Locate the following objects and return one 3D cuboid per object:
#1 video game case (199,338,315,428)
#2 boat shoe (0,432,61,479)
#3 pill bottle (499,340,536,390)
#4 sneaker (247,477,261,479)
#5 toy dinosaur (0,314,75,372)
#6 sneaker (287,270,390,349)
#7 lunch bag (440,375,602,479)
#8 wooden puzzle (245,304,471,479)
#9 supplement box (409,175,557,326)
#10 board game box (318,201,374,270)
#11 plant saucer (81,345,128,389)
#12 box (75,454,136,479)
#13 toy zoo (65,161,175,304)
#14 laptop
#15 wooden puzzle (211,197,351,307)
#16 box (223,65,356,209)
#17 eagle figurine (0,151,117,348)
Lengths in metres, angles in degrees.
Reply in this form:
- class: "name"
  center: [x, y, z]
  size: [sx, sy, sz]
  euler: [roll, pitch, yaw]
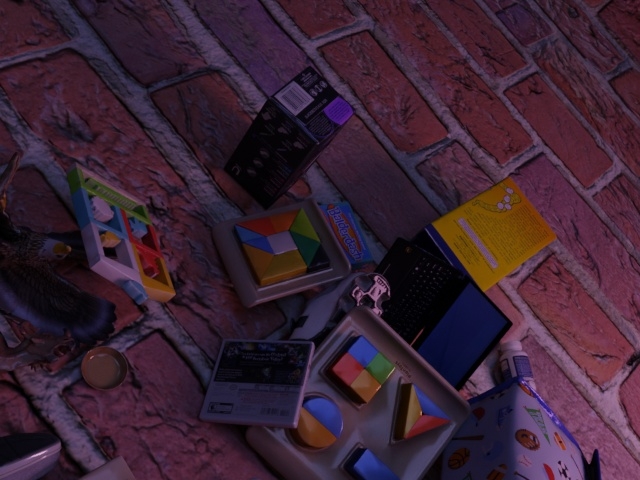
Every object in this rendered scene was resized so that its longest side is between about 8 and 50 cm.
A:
- class: "video game case"
  center: [-0.117, 0.265, 1.460]
  size: [0.190, 0.022, 0.173]
  euler: [-1, 51, 19]
- class: "boat shoe"
  center: [-0.538, 0.391, 1.166]
  size: [0.320, 0.118, 0.103]
  euler: [-26, 113, -41]
- class: "pill bottle"
  center: [0.458, 0.299, 1.820]
  size: [0.067, 0.067, 0.120]
  euler: [8, 59, -26]
- class: "sneaker"
  center: [-0.096, 0.531, 1.345]
  size: [0.121, 0.079, 0.217]
  euler: [-28, 79, -40]
- class: "toy dinosaur"
  center: [-0.570, 0.156, 1.280]
  size: [0.295, 0.127, 0.200]
  euler: [37, 46, 6]
- class: "sneaker"
  center: [-0.003, 0.196, 1.600]
  size: [0.330, 0.146, 0.122]
  euler: [-46, 116, -19]
- class: "lunch bag"
  center: [0.428, 0.520, 1.522]
  size: [0.385, 0.239, 0.328]
  euler: [49, 30, -16]
- class: "wooden puzzle"
  center: [0.085, 0.347, 1.475]
  size: [0.322, 0.080, 0.348]
  euler: [44, 73, -3]
- class: "supplement box"
  center: [0.356, 0.024, 1.848]
  size: [0.356, 0.194, 0.195]
  euler: [-28, 78, -39]
- class: "board game box"
  center: [0.000, 0.000, 1.751]
  size: [0.210, 0.047, 0.160]
  euler: [-10, 67, -35]
- class: "plant saucer"
  center: [-0.390, 0.232, 1.401]
  size: [0.083, 0.015, 0.083]
  euler: [14, 56, -22]
- class: "box"
  center: [-0.414, 0.472, 1.169]
  size: [0.311, 0.121, 0.148]
  euler: [-27, 78, -39]
- class: "toy zoo"
  center: [-0.363, 0.002, 1.429]
  size: [0.192, 0.030, 0.293]
  euler: [35, 23, -51]
- class: "laptop"
  center: [0.216, 0.167, 1.630]
  size: [0.264, 0.234, 0.136]
  euler: [29, 22, -12]
- class: "wooden puzzle"
  center: [-0.084, 0.016, 1.618]
  size: [0.238, 0.044, 0.221]
  euler: [-18, 56, -16]
- class: "box"
  center: [-0.071, -0.221, 1.700]
  size: [0.143, 0.270, 0.165]
  euler: [44, 49, 0]
- class: "eagle figurine"
  center: [-0.489, 0.034, 1.384]
  size: [0.226, 0.225, 0.298]
  euler: [-47, 131, -4]
